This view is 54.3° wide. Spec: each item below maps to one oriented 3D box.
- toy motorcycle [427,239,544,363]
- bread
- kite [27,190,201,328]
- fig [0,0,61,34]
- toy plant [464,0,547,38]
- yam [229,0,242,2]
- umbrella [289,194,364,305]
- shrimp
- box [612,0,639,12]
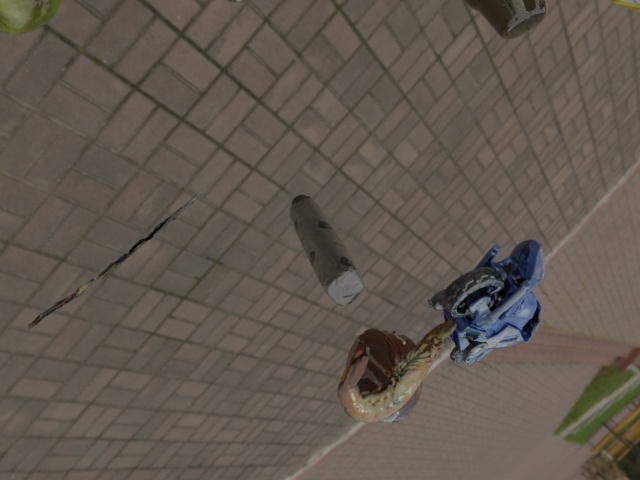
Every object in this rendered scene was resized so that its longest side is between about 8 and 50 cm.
[{"bbox_3d":[0.184,0.074,0.660,0.114,0.076,0.205,-28,147,-3],"label":"toy motorcycle"},{"bbox_3d":[0.107,0.230,1.071,0.073,0.160,0.160,13,120,-25],"label":"bread"},{"bbox_3d":[-0.272,0.025,0.856,0.285,0.015,0.152,-42,-173,-30],"label":"kite"},{"bbox_3d":[-0.667,-0.537,1.377,0.167,0.167,0.233,-56,178,17],"label":"fig"},{"bbox_3d":[0.232,-0.372,0.839,0.105,0.200,0.143,-23,173,11],"label":"toy plant"},{"bbox_3d":[-0.205,-0.448,1.057,0.061,0.253,0.061,-22,126,-34],"label":"yam"},{"bbox_3d":[0.000,0.000,1.118,0.067,0.337,0.073,-28,122,0],"label":"umbrella"},{"bbox_3d":[0.068,0.105,0.543,0.127,0.025,0.091,-41,128,-11],"label":"shrimp"},{"bbox_3d":[0.406,-0.363,0.602,0.097,0.168,0.264,14,95,-9],"label":"box"}]
